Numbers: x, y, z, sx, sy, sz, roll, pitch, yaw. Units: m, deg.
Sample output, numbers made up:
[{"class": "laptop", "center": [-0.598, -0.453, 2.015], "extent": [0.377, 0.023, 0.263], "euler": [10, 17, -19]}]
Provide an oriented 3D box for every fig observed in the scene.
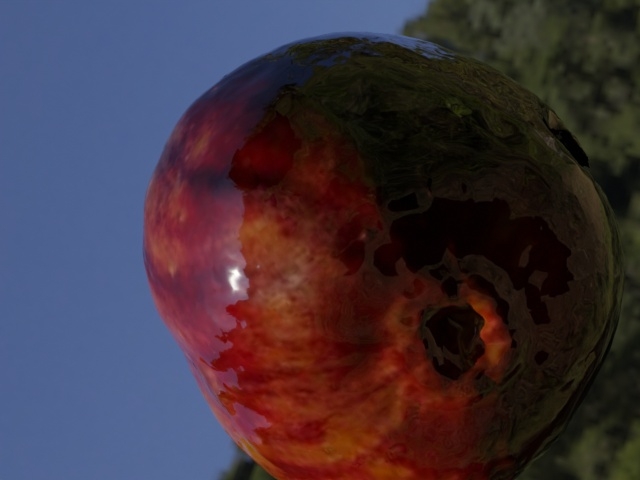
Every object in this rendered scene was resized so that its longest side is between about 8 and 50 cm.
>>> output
[{"class": "fig", "center": [0.013, -0.009, 0.841], "extent": [0.186, 0.249, 0.204], "euler": [-42, -60, 6]}]
